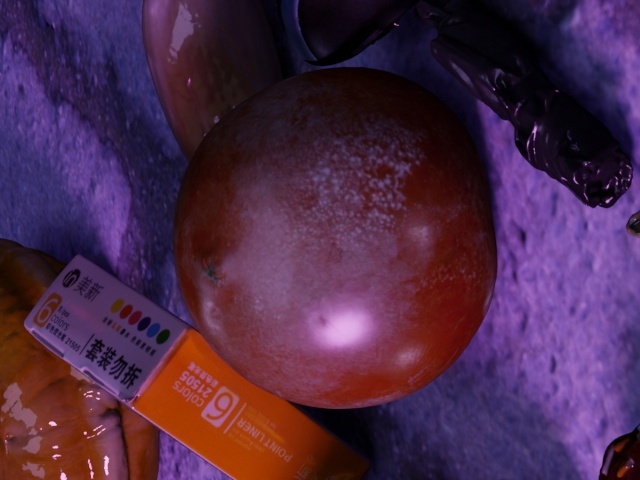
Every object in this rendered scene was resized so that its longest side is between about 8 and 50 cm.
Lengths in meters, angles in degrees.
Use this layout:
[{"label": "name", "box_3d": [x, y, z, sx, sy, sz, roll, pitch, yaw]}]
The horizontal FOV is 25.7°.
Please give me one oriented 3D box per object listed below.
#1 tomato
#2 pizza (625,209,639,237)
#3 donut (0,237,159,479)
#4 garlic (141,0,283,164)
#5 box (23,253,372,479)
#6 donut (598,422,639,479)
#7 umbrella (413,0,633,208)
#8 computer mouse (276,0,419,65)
[{"label": "tomato", "box_3d": [0.000, 0.000, 1.097, 0.270, 0.222, 0.270, 26, 124, 47]}, {"label": "pizza", "box_3d": [0.301, -0.059, 0.731, 0.289, 0.081, 0.229, -23, 43, 20]}, {"label": "donut", "box_3d": [-0.349, 0.208, 1.675, 0.449, 0.198, 0.449, 27, 124, 49]}, {"label": "garlic", "box_3d": [-0.096, -0.151, 1.305, 0.143, 0.112, 0.318, -11, 102, 53]}, {"label": "box", "box_3d": [-0.109, 0.141, 1.270, 0.091, 0.274, 0.221, -54, 37, -8]}, {"label": "donut", "box_3d": [0.277, 0.208, 0.885, 0.235, 0.089, 0.235, 21, 117, 51]}, {"label": "umbrella", "box_3d": [0.136, -0.112, 1.013, 0.236, 0.059, 0.066, 52, 179, 37]}, {"label": "computer mouse", "box_3d": [0.033, -0.227, 1.052, 0.233, 0.096, 0.137, -37, 39, 47]}]
